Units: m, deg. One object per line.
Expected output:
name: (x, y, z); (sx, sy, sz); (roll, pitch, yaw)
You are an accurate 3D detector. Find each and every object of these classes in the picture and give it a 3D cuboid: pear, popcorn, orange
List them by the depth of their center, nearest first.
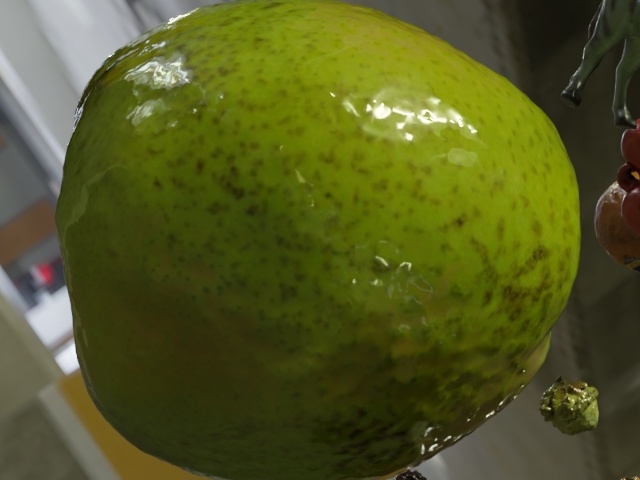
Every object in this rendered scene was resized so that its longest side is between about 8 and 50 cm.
pear: (0.000, 0.000, 1.360); (0.391, 0.391, 0.391); (53, -8, 10)
orange: (0.369, -0.021, 2.087); (0.136, 0.117, 0.135); (17, -26, 9)
popcorn: (0.280, 0.183, 2.101); (0.068, 0.059, 0.083); (32, -9, 2)

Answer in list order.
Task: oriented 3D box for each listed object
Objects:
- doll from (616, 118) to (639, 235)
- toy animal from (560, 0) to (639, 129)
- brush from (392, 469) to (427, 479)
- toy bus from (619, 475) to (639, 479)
doll: (0.408, -0.005, 1.927); (0.290, 0.161, 0.130); (42, 21, 19)
toy animal: (0.324, -0.168, 1.642); (0.255, 0.170, 0.090); (-8, -23, 45)
brush: (0.064, 0.281, 1.914); (0.043, 0.036, 0.248); (25, 18, 12)
toy bus: (0.323, 0.344, 2.264); (0.074, 0.162, 0.069); (33, 17, -2)
